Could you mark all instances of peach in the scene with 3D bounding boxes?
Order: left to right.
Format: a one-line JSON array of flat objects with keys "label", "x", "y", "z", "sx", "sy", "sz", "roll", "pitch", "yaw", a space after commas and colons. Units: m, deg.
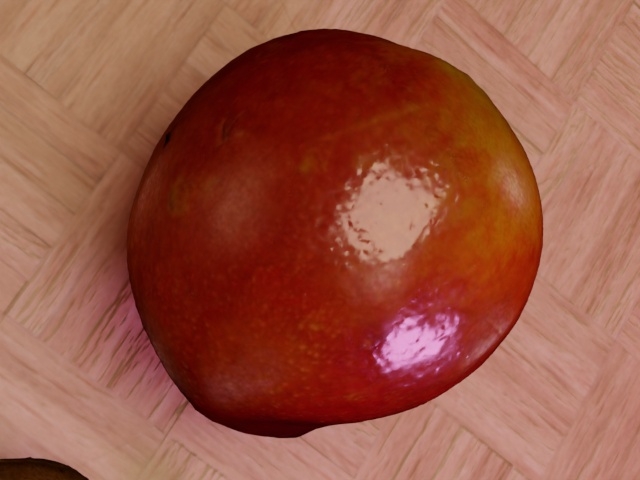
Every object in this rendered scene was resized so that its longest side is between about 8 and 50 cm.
[{"label": "peach", "x": 0.000, "y": 0.000, "z": 1.355, "sx": 0.388, "sy": 0.388, "sz": 0.388, "roll": 3, "pitch": 83, "yaw": -27}]

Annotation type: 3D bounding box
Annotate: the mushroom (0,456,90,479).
[{"label": "mushroom", "x": -0.285, "y": 0.266, "z": 1.290, "sx": 0.231, "sy": 0.194, "sz": 0.138, "roll": 20, "pitch": 54, "yaw": -37}]
